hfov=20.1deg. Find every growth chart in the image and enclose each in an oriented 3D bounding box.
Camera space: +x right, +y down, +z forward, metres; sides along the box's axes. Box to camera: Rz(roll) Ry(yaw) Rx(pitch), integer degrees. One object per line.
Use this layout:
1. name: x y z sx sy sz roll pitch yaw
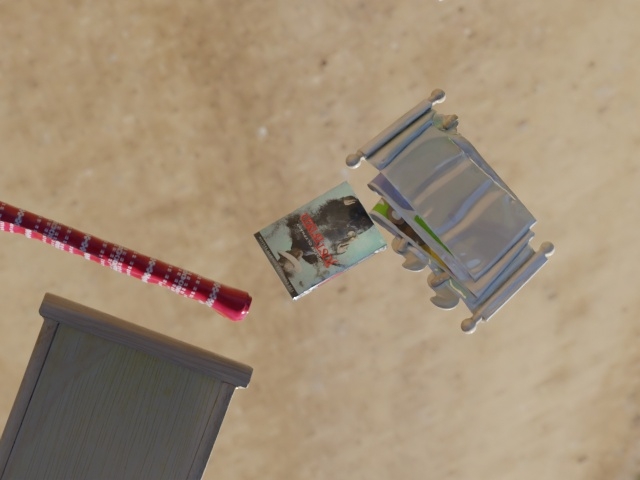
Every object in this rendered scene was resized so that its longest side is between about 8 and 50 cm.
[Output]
1. growth chart: 0.133 -0.031 1.881 0.172 0.237 0.021 -32 171 -27

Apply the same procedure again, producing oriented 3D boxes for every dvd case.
1. dvd case: 0.000 0.000 1.947 0.119 0.087 0.013 -30 164 -6

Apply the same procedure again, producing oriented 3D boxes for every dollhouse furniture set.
1. dollhouse furniture set: -0.197 0.191 1.550 0.362 0.256 0.394 21 177 -6

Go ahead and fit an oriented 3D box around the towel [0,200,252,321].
1. towel: -0.196 0.014 1.641 0.275 0.031 0.199 21 177 -7
